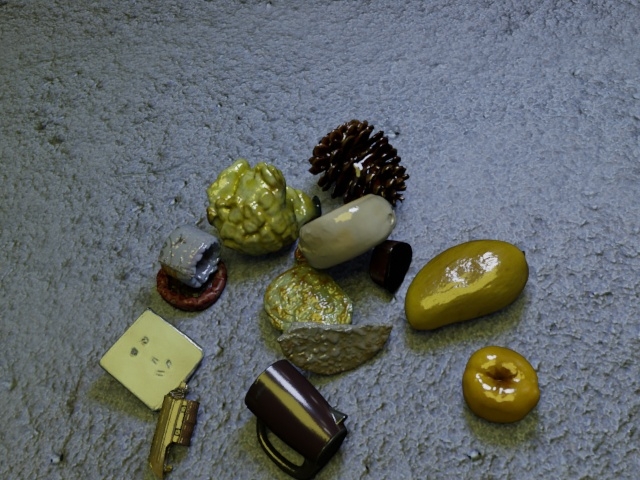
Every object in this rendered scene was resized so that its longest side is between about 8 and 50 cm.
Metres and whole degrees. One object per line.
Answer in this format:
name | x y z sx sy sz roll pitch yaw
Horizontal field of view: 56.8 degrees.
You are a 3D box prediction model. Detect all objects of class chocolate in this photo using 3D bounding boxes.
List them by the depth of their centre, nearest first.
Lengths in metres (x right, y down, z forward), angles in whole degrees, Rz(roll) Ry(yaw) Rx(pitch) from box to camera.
chocolate | 0.172 0.057 1.565 0.080 0.125 0.148 12 64 35

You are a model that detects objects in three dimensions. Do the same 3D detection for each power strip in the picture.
power strip | -0.431 0.308 1.537 0.213 0.064 0.198 38 69 6

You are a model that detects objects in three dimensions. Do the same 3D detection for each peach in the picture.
peach | 0.413 0.328 1.356 0.179 0.103 0.179 -6 59 10

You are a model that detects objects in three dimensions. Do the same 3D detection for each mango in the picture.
mango | 0.359 0.101 1.484 0.332 0.142 0.195 -17 53 2

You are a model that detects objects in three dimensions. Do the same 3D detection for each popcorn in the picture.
popcorn | -0.175 -0.097 1.640 0.237 0.293 0.293 -9 56 26

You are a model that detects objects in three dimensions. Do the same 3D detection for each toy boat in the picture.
toy boat | -0.351 0.457 1.429 0.088 0.068 0.226 10 68 1

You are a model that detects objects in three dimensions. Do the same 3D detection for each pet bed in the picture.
pet bed | -0.356 0.108 1.659 0.201 0.053 0.201 -2 60 3

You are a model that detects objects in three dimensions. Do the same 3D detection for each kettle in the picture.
kettle | -0.062 0.422 1.368 0.232 0.144 0.202 39 91 25

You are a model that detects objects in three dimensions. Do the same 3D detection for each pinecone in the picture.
pinecone | 0.118 -0.198 1.656 0.292 0.246 0.246 41 73 20

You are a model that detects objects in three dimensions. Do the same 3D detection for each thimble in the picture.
thimble | -0.347 0.040 1.593 0.118 0.127 0.151 23 69 19

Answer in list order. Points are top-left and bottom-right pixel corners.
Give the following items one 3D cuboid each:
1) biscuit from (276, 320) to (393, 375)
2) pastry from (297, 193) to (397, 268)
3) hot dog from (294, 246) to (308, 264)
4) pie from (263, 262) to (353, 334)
biscuit | 0.032 0.264 1.449 0.290 0.141 0.038 1 17 -14
pastry | 0.067 -0.024 1.521 0.265 0.265 0.133 -29 94 -8
hot dog | 0.000 0.000 1.659 0.072 0.055 0.188 37 70 29
pie | -0.037 0.173 1.539 0.201 0.090 0.248 -37 61 -11
